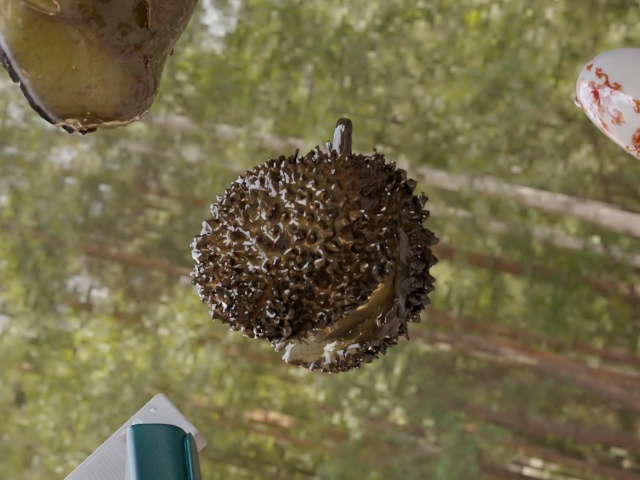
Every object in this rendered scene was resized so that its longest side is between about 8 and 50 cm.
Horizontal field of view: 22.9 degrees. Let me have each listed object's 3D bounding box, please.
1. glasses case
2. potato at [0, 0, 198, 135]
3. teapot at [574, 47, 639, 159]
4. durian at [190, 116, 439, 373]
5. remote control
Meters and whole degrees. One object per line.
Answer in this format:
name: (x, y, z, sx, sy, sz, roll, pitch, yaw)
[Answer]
glasses case: (-0.102, 0.293, 1.187, 0.117, 0.070, 0.301, 100, 164, -53)
potato: (-0.201, -0.270, 1.519, 0.246, 0.196, 0.299, 31, -135, -55)
teapot: (0.320, -0.114, 1.488, 0.116, 0.159, 0.245, -45, 26, 18)
durian: (0.000, 0.000, 1.202, 0.196, 0.167, 0.196, -33, -52, -56)
remote control: (-0.210, 0.247, 1.643, 0.190, 0.087, 0.029, -43, -43, -10)
